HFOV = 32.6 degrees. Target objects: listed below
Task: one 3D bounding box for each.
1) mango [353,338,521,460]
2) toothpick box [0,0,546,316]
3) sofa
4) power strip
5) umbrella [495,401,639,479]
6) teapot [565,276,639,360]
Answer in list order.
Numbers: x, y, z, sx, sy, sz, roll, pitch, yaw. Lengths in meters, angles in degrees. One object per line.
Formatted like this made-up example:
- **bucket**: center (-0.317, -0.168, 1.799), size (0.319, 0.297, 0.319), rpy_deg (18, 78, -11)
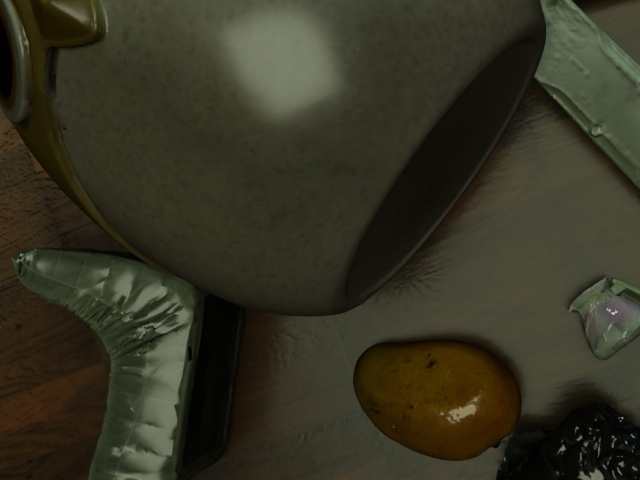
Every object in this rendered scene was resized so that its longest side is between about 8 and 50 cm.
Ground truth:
- **mango**: center (0.108, 0.151, 1.042), size (0.165, 0.089, 0.115), rpy_deg (-2, 70, 16)
- **toothpick box**: center (-0.069, -0.173, 0.919), size (0.425, 0.409, 0.409), rpy_deg (37, 97, 15)
- **sofa**: center (-0.185, 0.123, 1.046), size (0.176, 0.210, 0.225), rpy_deg (8, 92, 10)
- **power strip**: center (0.268, -0.126, 1.002), size (0.286, 0.048, 0.080), rpy_deg (43, 108, -4)
- **umbrella**: center (0.193, 0.303, 1.016), size (0.154, 0.128, 0.336), rpy_deg (36, 105, 30)
- **teapot**: center (0.275, 0.067, 1.030), size (0.083, 0.064, 0.064), rpy_deg (-31, 74, -22)
